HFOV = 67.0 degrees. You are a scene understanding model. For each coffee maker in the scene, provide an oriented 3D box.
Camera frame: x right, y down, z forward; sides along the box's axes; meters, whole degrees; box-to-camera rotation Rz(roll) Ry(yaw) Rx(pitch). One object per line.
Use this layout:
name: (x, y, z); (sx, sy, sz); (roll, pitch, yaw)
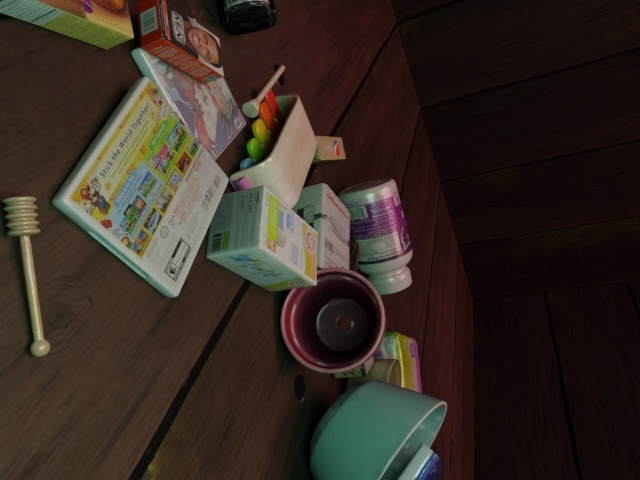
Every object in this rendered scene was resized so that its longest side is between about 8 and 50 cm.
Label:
coffee maker: (-0.144, -0.499, 0.926); (0.171, 0.120, 0.178); (-21, 100, -67)

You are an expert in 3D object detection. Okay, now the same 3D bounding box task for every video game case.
video game case: (-0.205, -0.244, 0.801); (0.183, 0.023, 0.201); (-69, 141, -50)
video game case: (-0.224, -0.071, 0.660); (0.206, 0.026, 0.227); (56, 39, -43)

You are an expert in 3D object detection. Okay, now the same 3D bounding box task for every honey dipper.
honey dipper: (-0.292, 0.037, 0.484); (0.030, 0.030, 0.160); (-7, 91, -67)

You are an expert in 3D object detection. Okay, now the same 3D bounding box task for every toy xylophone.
toy xylophone: (-0.089, -0.202, 0.962); (0.322, 0.081, 0.236); (-68, 144, -52)

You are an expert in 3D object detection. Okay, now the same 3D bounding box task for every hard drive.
hard drive: (0.123, 0.551, 0.924); (0.318, 0.040, 0.210); (-48, 148, -17)

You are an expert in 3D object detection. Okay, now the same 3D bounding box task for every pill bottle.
pill bottle: (0.162, -0.009, 1.354); (0.169, 0.169, 0.301); (-42, 119, -63)

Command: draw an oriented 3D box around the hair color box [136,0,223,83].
hair color box: (-0.209, -0.301, 0.735); (0.141, 0.043, 0.072); (8, 72, -66)

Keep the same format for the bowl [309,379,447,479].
bowl: (0.095, 0.400, 0.948); (0.311, 0.163, 0.311); (-36, 144, -32)

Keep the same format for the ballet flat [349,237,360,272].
ballet flat: (0.061, 0.077, 1.208); (0.250, 0.084, 0.058); (-72, 143, -58)

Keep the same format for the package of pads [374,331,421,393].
package of pads: (0.220, 0.419, 1.389); (0.229, 0.101, 0.296); (32, 51, -60)

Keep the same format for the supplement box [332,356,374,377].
supplement box: (0.073, 0.278, 1.137); (0.083, 0.083, 0.056); (-30, 107, -66)

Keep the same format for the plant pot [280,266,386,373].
plant pot: (0.035, 0.168, 0.989); (0.180, 0.201, 0.201); (55, 30, -73)

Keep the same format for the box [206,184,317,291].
box: (-0.093, 0.005, 0.849); (0.203, 0.103, 0.114); (41, 44, -55)

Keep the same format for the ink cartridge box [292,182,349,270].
ink cartridge box: (0.000, 0.000, 1.083); (0.153, 0.087, 0.208); (45, 41, -52)

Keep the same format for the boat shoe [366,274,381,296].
boat shoe: (0.185, 0.102, 1.486); (0.066, 0.066, 0.183); (55, 33, -43)

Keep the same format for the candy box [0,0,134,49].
candy box: (-0.309, -0.303, 0.553); (0.187, 0.053, 0.109); (-12, 92, -68)

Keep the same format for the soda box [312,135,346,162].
soda box: (0.004, -0.228, 1.227); (0.181, 0.058, 0.061); (-25, 103, -67)

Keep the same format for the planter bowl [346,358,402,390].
planter bowl: (0.128, 0.364, 1.177); (0.162, 0.109, 0.162); (3, 90, -67)
